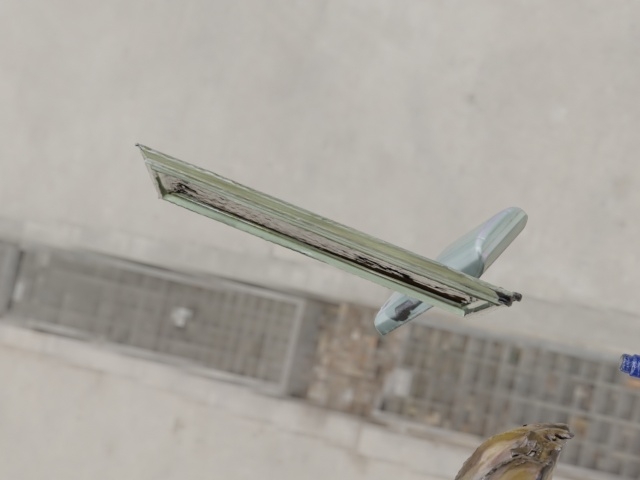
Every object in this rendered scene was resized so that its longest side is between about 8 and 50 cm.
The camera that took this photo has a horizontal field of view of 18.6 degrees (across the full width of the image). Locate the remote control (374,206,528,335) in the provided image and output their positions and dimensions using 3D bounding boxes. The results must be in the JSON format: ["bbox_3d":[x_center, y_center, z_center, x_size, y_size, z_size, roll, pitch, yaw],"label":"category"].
[{"bbox_3d":[0.096,0.022,1.477,0.065,0.029,0.166,-46,5,-34],"label":"remote control"}]

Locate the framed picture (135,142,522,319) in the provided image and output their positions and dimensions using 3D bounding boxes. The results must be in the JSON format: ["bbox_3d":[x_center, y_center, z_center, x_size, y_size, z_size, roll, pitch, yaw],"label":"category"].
[{"bbox_3d":[0.000,0.000,1.273,0.197,0.252,0.014,115,176,-85],"label":"framed picture"}]

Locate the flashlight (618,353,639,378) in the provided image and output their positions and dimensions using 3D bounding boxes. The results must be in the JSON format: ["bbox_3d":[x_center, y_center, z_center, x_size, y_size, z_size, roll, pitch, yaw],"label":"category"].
[{"bbox_3d":[0.395,0.150,2.191,0.035,0.121,0.057,123,161,-74],"label":"flashlight"}]

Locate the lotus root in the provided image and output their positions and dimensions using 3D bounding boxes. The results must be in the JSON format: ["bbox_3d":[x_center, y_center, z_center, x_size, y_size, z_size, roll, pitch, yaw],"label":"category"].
[{"bbox_3d":[0.105,0.284,1.502,0.078,0.167,0.329,23,107,15],"label":"lotus root"}]
